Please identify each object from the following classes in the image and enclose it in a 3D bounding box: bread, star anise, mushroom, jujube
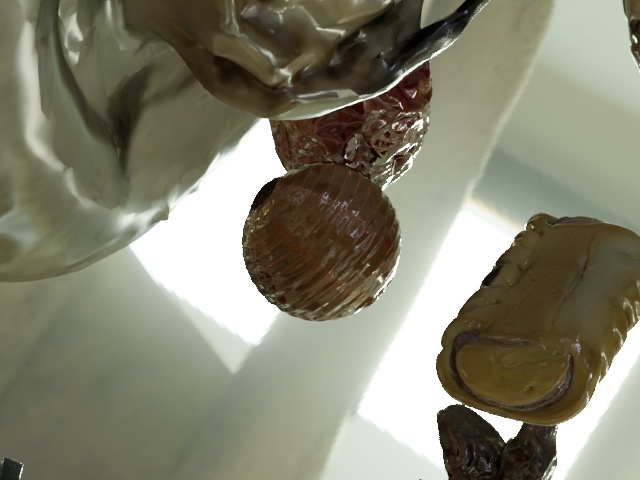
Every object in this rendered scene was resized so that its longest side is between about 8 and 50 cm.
[{"bbox_3d":[0.188,0.057,1.296,0.134,0.225,0.081,8,-53,33],"label":"bread"},{"bbox_3d":[0.211,0.316,1.791,0.315,0.108,0.315,-8,-107,29],"label":"star anise"},{"bbox_3d":[-0.063,-0.148,0.600,0.295,0.362,0.362,26,-47,18],"label":"mushroom"},{"bbox_3d":[0.028,-0.139,1.674,0.174,0.174,0.250,39,-14,16],"label":"jujube"}]

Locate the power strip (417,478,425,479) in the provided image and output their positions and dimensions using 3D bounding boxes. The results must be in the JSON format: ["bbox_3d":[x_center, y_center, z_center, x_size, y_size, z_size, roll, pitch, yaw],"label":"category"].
[{"bbox_3d":[0.093,0.225,1.349,0.016,0.040,0.090,23,-10,35],"label":"power strip"}]

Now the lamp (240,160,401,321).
[{"bbox_3d":[0.000,0.000,1.357,0.136,0.136,0.136,24,-48,29],"label":"lamp"}]

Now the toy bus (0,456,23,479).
[{"bbox_3d":[-0.392,0.311,1.486,0.165,0.133,0.271,25,-76,-11],"label":"toy bus"}]

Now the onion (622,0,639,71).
[{"bbox_3d":[0.204,-0.123,0.674,0.184,0.184,0.147,18,-16,33],"label":"onion"}]
